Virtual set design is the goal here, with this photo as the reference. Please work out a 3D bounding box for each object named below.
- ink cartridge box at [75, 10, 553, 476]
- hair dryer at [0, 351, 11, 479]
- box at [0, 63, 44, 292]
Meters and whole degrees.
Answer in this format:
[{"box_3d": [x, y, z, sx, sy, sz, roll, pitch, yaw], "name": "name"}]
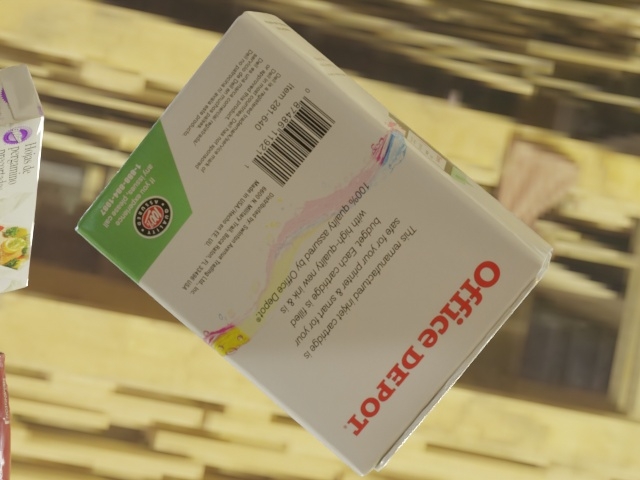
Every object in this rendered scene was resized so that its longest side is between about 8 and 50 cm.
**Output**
[{"box_3d": [0.000, 0.000, 1.317, 0.278, 0.201, 0.117, 40, -169, 6], "name": "ink cartridge box"}, {"box_3d": [-0.291, 0.205, 1.374, 0.080, 0.293, 0.223, 11, 141, 4], "name": "hair dryer"}, {"box_3d": [-0.319, -0.050, 1.809, 0.063, 0.067, 0.324, -14, 152, -20], "name": "box"}]
